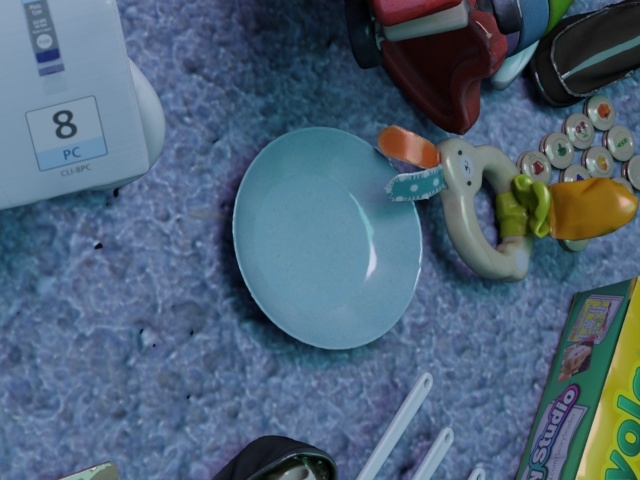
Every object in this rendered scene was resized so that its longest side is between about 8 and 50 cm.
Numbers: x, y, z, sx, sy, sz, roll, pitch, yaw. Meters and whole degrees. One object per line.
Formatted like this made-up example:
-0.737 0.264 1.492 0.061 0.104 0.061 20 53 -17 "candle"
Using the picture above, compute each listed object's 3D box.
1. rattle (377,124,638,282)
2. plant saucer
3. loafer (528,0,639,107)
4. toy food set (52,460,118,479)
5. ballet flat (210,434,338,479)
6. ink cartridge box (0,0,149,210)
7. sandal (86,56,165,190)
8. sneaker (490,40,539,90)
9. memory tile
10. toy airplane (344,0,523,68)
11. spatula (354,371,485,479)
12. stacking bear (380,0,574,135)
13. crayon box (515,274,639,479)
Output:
0.163 -0.047 1.614 0.199 0.142 0.130 45 63 -39 "rattle"
0.000 0.000 1.579 0.195 0.037 0.195 7 77 -31 "plant saucer"
0.290 -0.199 1.781 0.220 0.078 0.080 -32 99 -33 "loafer"
-0.198 0.273 1.403 0.132 0.038 0.192 -14 100 -29 "toy food set"
-0.079 0.241 1.413 0.280 0.096 0.095 -47 120 -41 "ballet flat"
-0.299 -0.181 1.207 0.308 0.091 0.385 -14 127 -7 "ink cartridge box"
-0.287 -0.177 1.365 0.416 0.169 0.102 30 45 -26 "sandal"
0.181 -0.210 1.735 0.061 0.054 0.152 25 65 -10 "sneaker"
0.260 -0.066 1.776 0.148 0.012 0.113 -39 103 -33 "memory tile"
0.050 -0.359 1.475 0.386 0.384 0.272 -46 141 -22 "toy airplane"
0.061 0.245 1.559 0.242 0.019 0.168 -54 127 -35 "spatula"
0.184 -0.260 1.651 0.289 0.175 0.164 -39 77 -22 "stacking bear"
0.328 0.267 1.699 0.313 0.106 0.363 32 65 -24 "crayon box"
